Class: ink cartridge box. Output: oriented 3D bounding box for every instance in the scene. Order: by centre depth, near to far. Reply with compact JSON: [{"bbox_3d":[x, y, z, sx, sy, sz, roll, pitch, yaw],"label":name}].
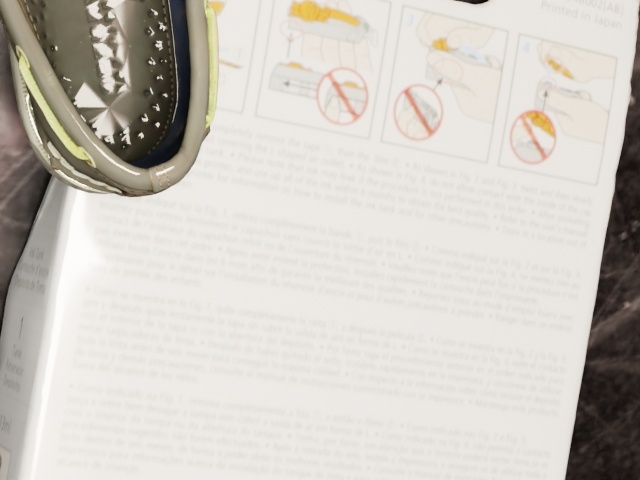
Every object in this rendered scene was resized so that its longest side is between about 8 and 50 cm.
[{"bbox_3d":[0.000,0.000,0.868,0.308,0.091,0.385,10,88,-26],"label":"ink cartridge box"}]

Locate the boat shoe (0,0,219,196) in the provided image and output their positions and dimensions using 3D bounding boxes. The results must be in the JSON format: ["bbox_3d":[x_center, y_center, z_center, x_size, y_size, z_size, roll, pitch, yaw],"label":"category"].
[{"bbox_3d":[-0.108,-0.166,0.705,0.109,0.091,0.305,-16,101,-17],"label":"boat shoe"}]
